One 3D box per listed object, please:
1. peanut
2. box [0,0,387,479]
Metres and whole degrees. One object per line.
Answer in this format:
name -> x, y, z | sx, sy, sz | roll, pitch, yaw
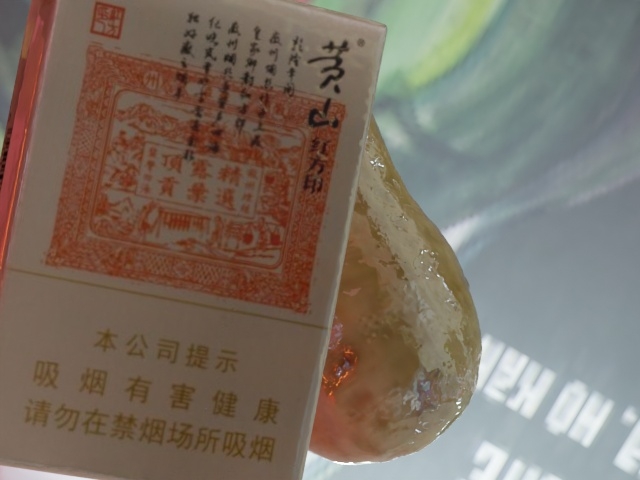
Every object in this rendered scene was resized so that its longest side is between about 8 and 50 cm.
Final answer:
peanut -> 0.000, 0.000, 0.946 | 0.253, 0.122, 0.137 | 63, -166, 15
box -> -0.061, -0.003, 0.709 | 0.141, 0.201, 0.058 | 13, 176, -20
